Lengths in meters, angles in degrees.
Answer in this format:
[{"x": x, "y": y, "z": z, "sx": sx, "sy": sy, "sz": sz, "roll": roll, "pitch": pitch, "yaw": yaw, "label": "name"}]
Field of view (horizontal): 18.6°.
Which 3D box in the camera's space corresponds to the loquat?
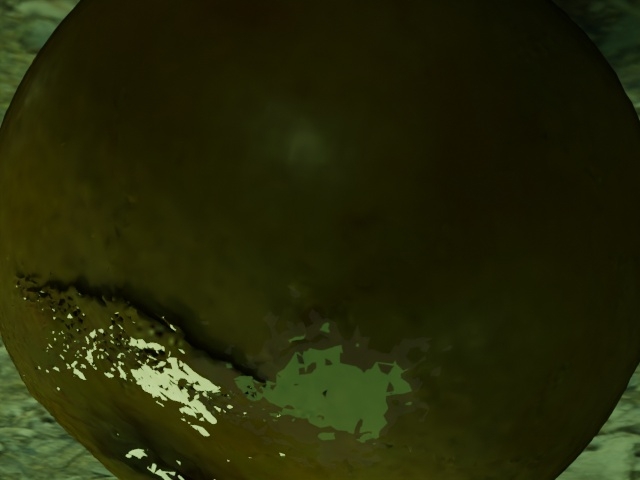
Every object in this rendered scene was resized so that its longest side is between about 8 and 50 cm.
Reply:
[{"x": 0.000, "y": 0.000, "z": 0.755, "sx": 0.263, "sy": 0.263, "sz": 0.263, "roll": 4, "pitch": 155, "yaw": 2, "label": "loquat"}]
